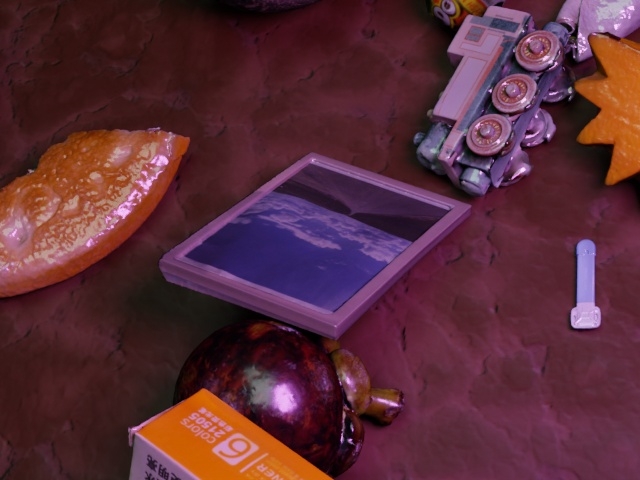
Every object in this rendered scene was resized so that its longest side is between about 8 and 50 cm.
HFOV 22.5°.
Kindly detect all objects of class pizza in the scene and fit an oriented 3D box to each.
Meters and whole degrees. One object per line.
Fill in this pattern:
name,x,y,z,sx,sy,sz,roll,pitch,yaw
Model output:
pizza,-0.252,-0.032,1.623,0.134,0.056,0.271,38,76,29

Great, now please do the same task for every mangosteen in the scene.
mangosteen,-0.040,0.141,1.403,0.172,0.172,0.184,22,41,26

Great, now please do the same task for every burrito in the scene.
burrito,0.276,-0.227,1.602,0.118,0.044,0.074,-39,76,-9

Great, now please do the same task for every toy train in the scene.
toy train,0.166,-0.134,1.560,0.125,0.081,0.194,18,69,35

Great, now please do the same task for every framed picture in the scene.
framed picture,0.000,0.000,1.483,0.189,0.023,0.260,20,35,26

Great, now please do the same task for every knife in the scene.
knife,0.242,0.040,1.466,0.027,0.010,0.096,-3,56,14

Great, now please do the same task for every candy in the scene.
candy,0.213,-0.343,1.629,0.083,0.091,0.305,37,90,-4

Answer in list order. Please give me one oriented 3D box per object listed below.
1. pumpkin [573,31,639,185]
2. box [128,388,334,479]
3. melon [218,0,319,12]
pumpkin,0.359,-0.092,1.480,0.254,0.149,0.130,28,112,24
box,-0.035,0.276,1.269,0.274,0.220,0.091,30,39,30
melon,-0.030,-0.388,1.665,0.248,0.248,0.329,26,79,28
